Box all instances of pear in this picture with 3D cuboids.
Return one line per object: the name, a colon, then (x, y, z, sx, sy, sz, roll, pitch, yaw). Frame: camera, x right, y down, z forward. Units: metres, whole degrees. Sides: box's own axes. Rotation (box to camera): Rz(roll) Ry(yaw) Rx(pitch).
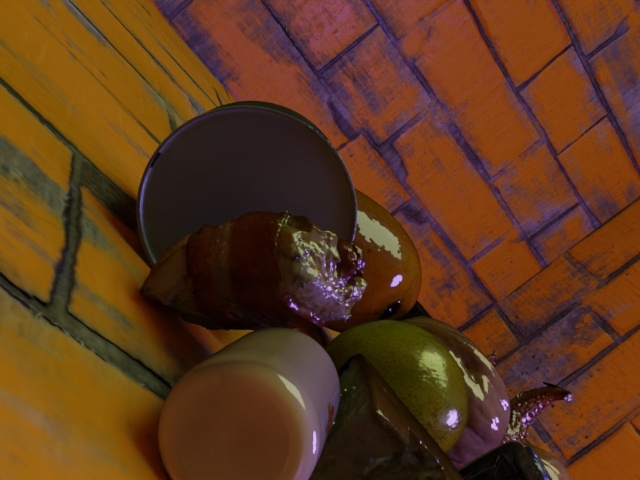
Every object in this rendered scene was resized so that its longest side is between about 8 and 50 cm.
pear: (0.086, 0.185, 0.837, 0.198, 0.198, 0.198, 51, 7, -8)

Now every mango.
mango: (0.000, 0.000, 1.166, 0.378, 0.221, 0.264, 40, 2, 10)

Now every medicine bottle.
medicine bottle: (-0.042, 0.131, 0.577, 0.114, 0.114, 0.252, 52, 6, 3)

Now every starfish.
starfish: (0.378, 0.396, 1.360, 0.312, 0.303, 0.113, 48, -17, -10)

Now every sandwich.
sandwich: (0.075, 0.245, 0.685, 0.235, 0.122, 0.128, 49, 10, -13)

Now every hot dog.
hot dog: (-0.061, 0.028, 0.653, 0.146, 0.213, 0.103, 56, 36, -60)

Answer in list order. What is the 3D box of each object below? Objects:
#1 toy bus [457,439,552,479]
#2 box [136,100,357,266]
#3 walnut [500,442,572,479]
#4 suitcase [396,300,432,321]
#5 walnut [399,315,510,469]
toy bus: (0.262, 0.424, 0.820, 0.201, 0.177, 0.365, 53, 9, -20)
box: (-0.077, -0.042, 0.776, 0.226, 0.226, 0.149, 50, 7, -12)
walnut: (0.323, 0.435, 1.096, 0.221, 0.195, 0.195, 61, 8, 7)
suitcase: (0.232, 0.272, 1.552, 0.229, 0.152, 0.335, 51, 4, -13)
walnut: (0.181, 0.239, 1.098, 0.261, 0.225, 0.225, 48, 6, 6)
